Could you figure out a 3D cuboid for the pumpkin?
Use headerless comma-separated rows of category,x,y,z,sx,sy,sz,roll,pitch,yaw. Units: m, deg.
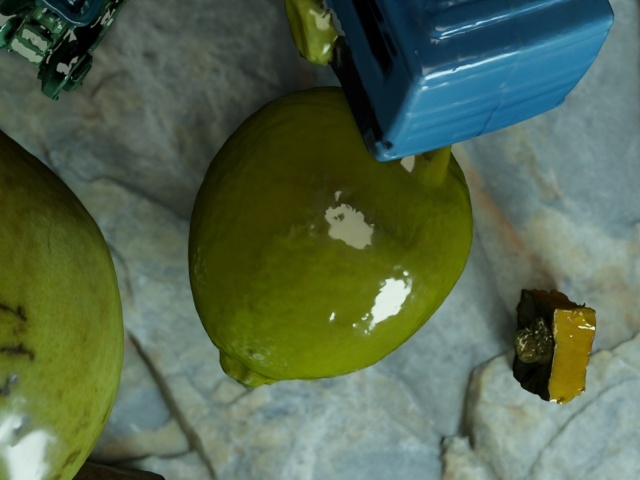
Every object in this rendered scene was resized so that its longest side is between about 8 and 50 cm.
pumpkin,0.169,0.078,1.035,0.054,0.083,0.074,4,98,-13

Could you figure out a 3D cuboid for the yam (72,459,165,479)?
yam,-0.244,0.168,1.011,0.264,0.046,0.046,12,100,-9

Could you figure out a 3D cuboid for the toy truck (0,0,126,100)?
toy truck,-0.161,-0.173,0.934,0.080,0.078,0.154,36,95,-12

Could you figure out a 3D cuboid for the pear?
pear,-0.274,0.063,0.849,0.304,0.304,0.303,-2,102,-8

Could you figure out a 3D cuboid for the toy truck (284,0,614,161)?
toy truck,0.038,-0.250,0.848,0.161,0.162,0.384,-17,78,-14

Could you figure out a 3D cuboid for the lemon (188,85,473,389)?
lemon,0.000,0.000,0.946,0.184,0.184,0.248,31,118,-13
